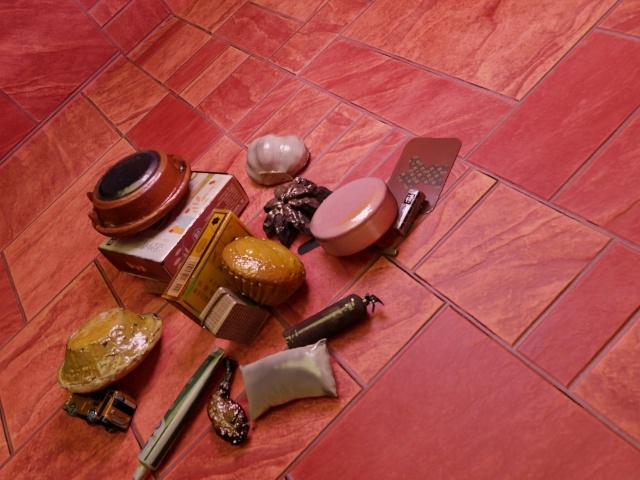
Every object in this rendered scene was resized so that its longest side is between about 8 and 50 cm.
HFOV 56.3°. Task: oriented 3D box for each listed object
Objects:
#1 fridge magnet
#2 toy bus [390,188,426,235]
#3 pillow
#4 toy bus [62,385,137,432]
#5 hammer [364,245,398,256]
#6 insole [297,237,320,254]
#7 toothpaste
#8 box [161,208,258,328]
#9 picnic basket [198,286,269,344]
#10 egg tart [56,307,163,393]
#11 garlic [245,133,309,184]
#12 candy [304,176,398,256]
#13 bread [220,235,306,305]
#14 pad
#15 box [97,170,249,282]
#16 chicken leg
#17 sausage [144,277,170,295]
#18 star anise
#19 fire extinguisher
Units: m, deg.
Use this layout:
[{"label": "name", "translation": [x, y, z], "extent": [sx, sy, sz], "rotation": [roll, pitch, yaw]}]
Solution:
[{"label": "fridge magnet", "translation": [-0.579, -0.158, 1.911], "extent": [0.363, 0.155, 0.364], "rotation": [-17, 41, 15]}, {"label": "toy bus", "translation": [0.232, -0.077, 1.591], "extent": [0.036, 0.052, 0.131], "rotation": [18, 74, 43]}, {"label": "pillow", "translation": [-0.083, 0.341, 1.456], "extent": [0.253, 0.078, 0.144], "rotation": [-21, 69, 19]}, {"label": "toy bus", "translation": [-0.620, 0.470, 1.699], "extent": [0.200, 0.098, 0.114], "rotation": [0, 55, 36]}, {"label": "hammer", "translation": [0.121, 0.023, 1.618], "extent": [0.198, 0.013, 0.062], "rotation": [10, 63, 39]}, {"label": "insole", "translation": [0.000, 0.000, 1.724], "extent": [0.152, 0.002, 0.053], "rotation": [-28, 46, 12]}, {"label": "toothpaste", "translation": [-0.369, 0.453, 1.573], "extent": [0.392, 0.061, 0.098], "rotation": [-57, 18, -18]}, {"label": "box", "translation": [-0.299, 0.086, 1.718], "extent": [0.083, 0.193, 0.302], "rotation": [9, 62, 37]}, {"label": "picnic basket", "translation": [-0.228, 0.203, 1.592], "extent": [0.079, 0.164, 0.115], "rotation": [37, 96, 36]}, {"label": "egg tart", "translation": [-0.625, 0.300, 1.748], "extent": [0.341, 0.132, 0.341], "rotation": [-22, 23, 10]}, {"label": "garlic", "translation": [-0.161, -0.284, 1.960], "extent": [0.229, 0.142, 0.178], "rotation": [-20, 49, 31]}, {"label": "candy", "translation": [0.083, -0.064, 1.620], "extent": [0.255, 0.094, 0.255], "rotation": [-29, 30, 18]}, {"label": "bread", "translation": [-0.159, 0.084, 1.624], "extent": [0.240, 0.239, 0.139], "rotation": [34, 114, 45]}, {"label": "pad", "translation": [0.279, -0.188, 1.686], "extent": [0.181, 0.004, 0.267], "rotation": [8, 62, 38]}, {"label": "box", "translation": [-0.478, -0.057, 1.960], "extent": [0.344, 0.122, 0.385], "rotation": [8, 53, 39]}, {"label": "chicken leg", "translation": [-0.240, 0.412, 1.527], "extent": [0.105, 0.051, 0.253], "rotation": [-28, 44, 7]}, {"label": "sausage", "translation": [-0.476, 0.143, 1.882], "extent": [0.169, 0.065, 0.065], "rotation": [1, 57, 33]}, {"label": "star anise", "translation": [-0.082, -0.103, 1.790], "extent": [0.235, 0.109, 0.223], "rotation": [-20, 43, 22]}, {"label": "fire extinguisher", "translation": [0.035, 0.201, 1.489], "extent": [0.267, 0.072, 0.089], "rotation": [-30, 24, 11]}]
